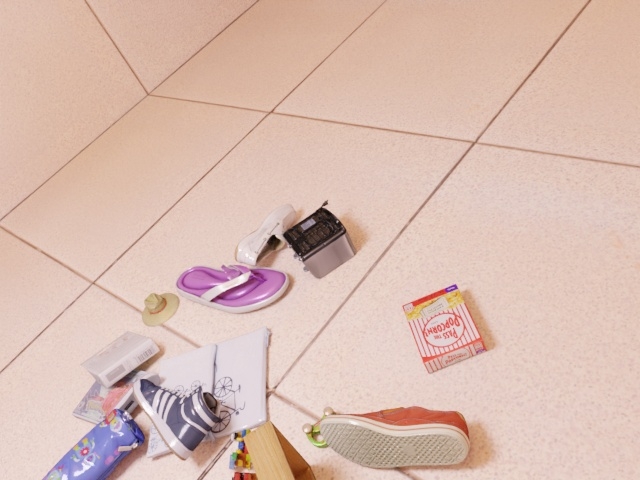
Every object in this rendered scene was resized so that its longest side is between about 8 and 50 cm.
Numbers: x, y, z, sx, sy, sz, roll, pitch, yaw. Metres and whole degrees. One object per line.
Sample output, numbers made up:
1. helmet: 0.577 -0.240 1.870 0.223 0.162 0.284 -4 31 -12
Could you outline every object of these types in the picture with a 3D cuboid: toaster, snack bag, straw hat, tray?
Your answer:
1. toaster: 0.000 0.000 1.891 0.186 0.110 0.168 -35 39 -6
2. snack bag: -0.290 0.393 1.699 0.343 0.037 0.323 -19 39 13
3. straw hat: -0.524 0.200 2.035 0.145 0.061 0.144 -17 39 15
4. tray: -0.020 0.558 1.216 0.076 0.202 0.411 -31 39 -2

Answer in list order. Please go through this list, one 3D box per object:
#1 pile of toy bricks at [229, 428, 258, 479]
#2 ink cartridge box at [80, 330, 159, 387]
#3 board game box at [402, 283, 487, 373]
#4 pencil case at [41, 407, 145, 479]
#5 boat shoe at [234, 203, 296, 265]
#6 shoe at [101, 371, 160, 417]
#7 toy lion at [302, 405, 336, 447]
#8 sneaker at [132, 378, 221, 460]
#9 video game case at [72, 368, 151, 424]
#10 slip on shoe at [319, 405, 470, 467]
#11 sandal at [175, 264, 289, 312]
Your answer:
1. pile of toy bricks: -0.143 0.485 1.438 0.105 0.212 0.118 6 75 -11
2. ink cartridge box: -0.602 0.350 1.913 0.181 0.056 0.225 -36 16 -29
3. board game box: 0.292 0.207 1.535 0.147 0.045 0.193 -24 39 7
4. pencil case: -0.579 0.566 1.621 0.306 0.119 0.133 -45 43 -18
5. boat shoe: -0.148 -0.009 2.010 0.096 0.098 0.277 25 52 25
6. shoe: -0.522 0.415 1.756 0.178 0.063 0.081 -47 45 -9
7. toy lion: 0.022 0.436 1.467 0.100 0.034 0.096 -36 47 -8
8. sneaker: -0.356 0.404 1.614 0.153 0.099 0.282 -46 47 -8
9. video game case: -0.592 0.444 1.840 0.201 0.023 0.183 4 49 35
10. slip on shoe: 0.155 0.407 1.362 0.332 0.123 0.101 -7 21 26
11. sandal: -0.290 0.127 1.937 0.417 0.102 0.169 -1 47 30
